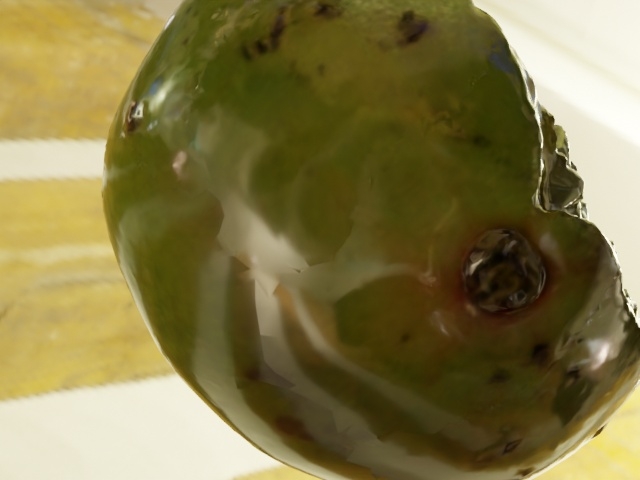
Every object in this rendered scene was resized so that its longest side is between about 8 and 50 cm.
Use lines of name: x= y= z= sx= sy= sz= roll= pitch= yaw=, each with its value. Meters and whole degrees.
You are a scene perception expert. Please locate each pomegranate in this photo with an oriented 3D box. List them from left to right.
pomegranate: x=0.000 y=0.000 z=0.852 sx=0.309 sy=0.216 sz=0.358 roll=51 pitch=166 yaw=-24
